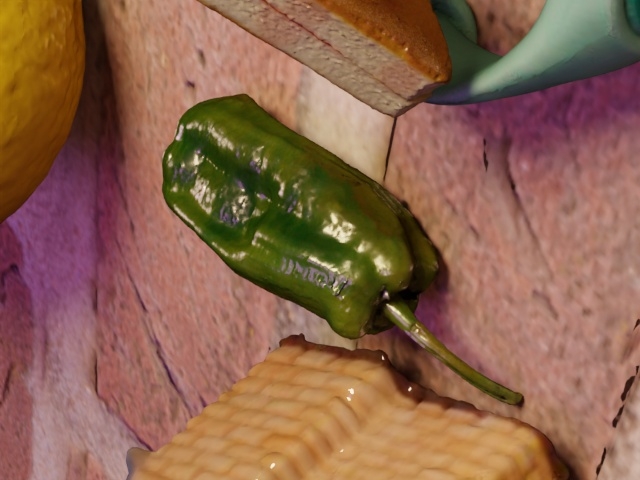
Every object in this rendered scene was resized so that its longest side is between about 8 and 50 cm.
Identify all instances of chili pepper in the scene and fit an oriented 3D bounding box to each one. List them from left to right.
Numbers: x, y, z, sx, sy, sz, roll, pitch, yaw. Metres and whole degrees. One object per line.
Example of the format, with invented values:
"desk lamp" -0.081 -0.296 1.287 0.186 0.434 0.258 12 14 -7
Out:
"chili pepper" 0.002 -0.002 0.727 0.204 0.073 0.072 36 123 33

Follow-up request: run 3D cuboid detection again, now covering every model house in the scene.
"model house" 0.003 0.159 0.721 0.183 0.172 0.166 4 121 50

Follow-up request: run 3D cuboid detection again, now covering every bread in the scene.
"bread" 0.000 -0.093 0.563 0.109 0.062 0.043 29 146 -21

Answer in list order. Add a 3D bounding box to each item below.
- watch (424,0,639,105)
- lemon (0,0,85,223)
"watch" 0.053 -0.150 0.560 0.195 0.068 0.237 29 132 42
"lemon" -0.236 -0.113 0.834 0.228 0.228 0.253 29 131 41
